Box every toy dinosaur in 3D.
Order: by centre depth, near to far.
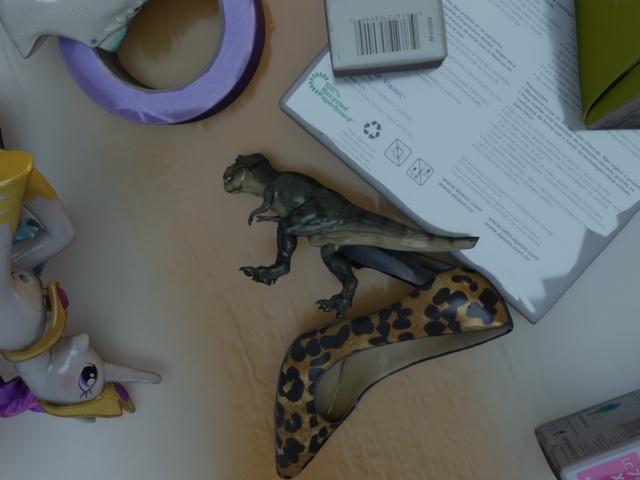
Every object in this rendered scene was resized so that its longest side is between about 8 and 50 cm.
[{"bbox_3d":[0.000,0.000,1.015,0.268,0.064,0.118,22,79,21],"label":"toy dinosaur"}]

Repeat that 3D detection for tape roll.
[{"bbox_3d":[-0.150,-0.205,1.045,0.189,0.080,0.188,0,97,4],"label":"tape roll"}]

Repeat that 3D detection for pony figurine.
[{"bbox_3d":[-0.348,0.088,0.974,0.351,0.302,0.363,-18,135,-5],"label":"pony figurine"}]

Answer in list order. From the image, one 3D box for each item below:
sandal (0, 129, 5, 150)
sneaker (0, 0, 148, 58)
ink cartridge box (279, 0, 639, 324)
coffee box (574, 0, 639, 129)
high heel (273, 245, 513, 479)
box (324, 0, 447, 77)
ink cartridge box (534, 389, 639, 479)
[{"bbox_3d":[-0.343,-0.055,1.077,0.090,0.060,0.219,4,115,4],"label":"sandal"},{"bbox_3d":[-0.184,-0.217,0.976,0.212,0.080,0.094,-11,107,12],"label":"sneaker"},{"bbox_3d":[0.187,-0.147,1.036,0.324,0.071,0.330,41,94,-1],"label":"ink cartridge box"},{"bbox_3d":[0.395,-0.281,0.829,0.335,0.338,0.337,-2,85,-4],"label":"coffee box"},{"bbox_3d":[0.061,0.134,1.025,0.186,0.093,0.261,24,92,35],"label":"high heel"},{"bbox_3d":[0.055,-0.200,0.961,0.101,0.087,0.101,-6,93,3],"label":"box"},{"bbox_3d":[0.361,0.160,0.998,0.311,0.186,0.065,-24,90,5],"label":"ink cartridge box"}]
